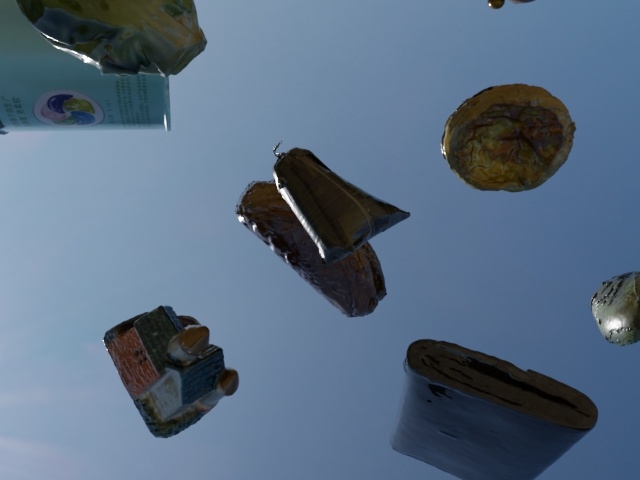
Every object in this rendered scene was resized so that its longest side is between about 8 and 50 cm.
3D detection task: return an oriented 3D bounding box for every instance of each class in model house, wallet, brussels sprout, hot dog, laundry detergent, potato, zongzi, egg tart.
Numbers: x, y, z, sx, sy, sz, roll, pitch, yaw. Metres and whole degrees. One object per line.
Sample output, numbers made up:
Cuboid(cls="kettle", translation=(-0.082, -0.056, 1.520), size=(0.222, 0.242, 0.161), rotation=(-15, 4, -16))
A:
Cuboid(cls="model house", translation=(-0.278, 0.235, 1.382), size=(0.190, 0.301, 0.272), rotation=(-20, -103, -46))
Cuboid(cls="wallet", translation=(0.214, 0.263, 0.927), size=(0.228, 0.406, 0.062), rotation=(18, -118, 12))
Cuboid(cls="brussels sprout", translation=(-0.191, -0.224, 0.594), size=(0.181, 0.139, 0.100), rotation=(35, -177, -2))
Cuboid(cls="hot dog", translation=(0.000, 0.000, 1.417), size=(0.174, 0.387, 0.267), rotation=(-46, -167, 5))
Cuboid(cls="laundry detergent", translation=(-0.366, -0.291, 0.907), size=(0.305, 0.287, 0.287), rotation=(-3, -143, -11))
Cuboid(cls="potato", translation=(0.435, 0.091, 0.954), size=(0.054, 0.119, 0.198), rotation=(34, -160, 7))
Cuboid(cls="zongzi", translation=(0.030, -0.078, 0.987), size=(0.184, 0.084, 0.187), rotation=(-29, -97, -40))
Cuboid(cls="egg tart", translation=(0.344, -0.194, 1.229), size=(0.240, 0.241, 0.106), rotation=(2, -141, 5))

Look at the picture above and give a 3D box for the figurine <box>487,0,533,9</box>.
Cuboid(cls="figurine", translation=(0.351, -0.512, 1.178), size=(0.176, 0.186, 0.287), rotation=(-16, -149, -31))
